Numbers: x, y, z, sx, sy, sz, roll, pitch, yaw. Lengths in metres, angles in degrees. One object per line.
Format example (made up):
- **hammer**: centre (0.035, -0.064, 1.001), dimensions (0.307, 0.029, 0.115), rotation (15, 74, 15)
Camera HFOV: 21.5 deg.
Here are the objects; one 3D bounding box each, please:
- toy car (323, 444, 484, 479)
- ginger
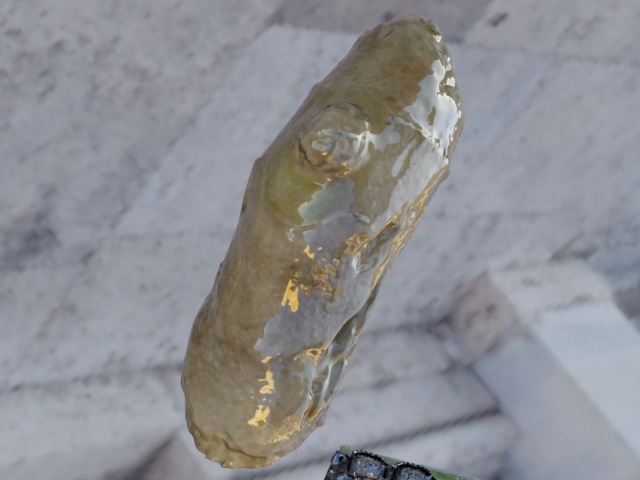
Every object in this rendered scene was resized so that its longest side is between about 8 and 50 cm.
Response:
- **toy car**: centre (0.077, 0.187, 1.137), dimensions (0.062, 0.165, 0.071), rotation (-104, -151, -79)
- **ginger**: centre (0.000, 0.000, 1.210), dimensions (0.354, 0.126, 0.190), rotation (-67, 168, 4)
